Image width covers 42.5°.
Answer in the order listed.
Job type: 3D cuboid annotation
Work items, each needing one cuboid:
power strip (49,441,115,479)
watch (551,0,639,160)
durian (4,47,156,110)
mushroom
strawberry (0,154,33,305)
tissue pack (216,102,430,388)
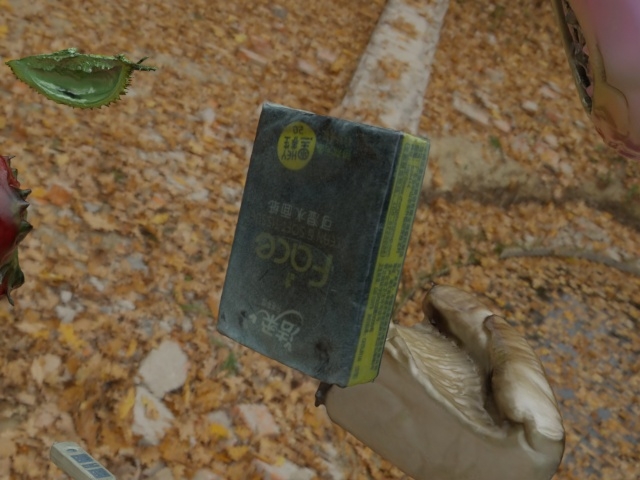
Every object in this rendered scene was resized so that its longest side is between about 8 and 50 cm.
[{"bbox_3d":[-0.396,0.375,1.361,0.047,0.030,0.191,5,10,-46],"label":"power strip"},{"bbox_3d":[0.220,-0.176,0.424,0.211,0.217,0.248,-83,150,-56],"label":"watch"},{"bbox_3d":[-0.344,-0.244,1.209,0.215,0.086,0.100,-1,-9,-3],"label":"durian"},{"bbox_3d":[0.243,0.248,1.309,0.313,0.224,0.397,-8,27,-43],"label":"mushroom"},{"bbox_3d":[-0.477,-0.027,0.929,0.276,0.257,0.257,0,37,-30],"label":"strawberry"},{"bbox_3d":[0.000,0.000,0.857,0.185,0.257,0.081,18,10,37],"label":"tissue pack"}]
